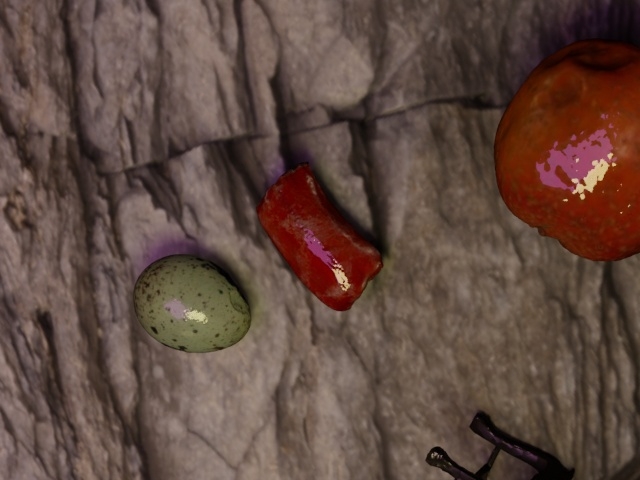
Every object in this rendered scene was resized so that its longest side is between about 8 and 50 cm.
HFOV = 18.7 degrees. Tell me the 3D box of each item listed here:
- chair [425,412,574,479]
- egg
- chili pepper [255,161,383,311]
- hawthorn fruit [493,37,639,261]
[{"bbox_3d":[0.184,0.259,1.592,0.229,0.106,0.113,31,117,18],"label":"chair"},{"bbox_3d":[-0.113,0.057,1.717,0.110,0.085,0.085,16,109,17],"label":"egg"},{"bbox_3d":[0.000,0.000,1.654,0.073,0.070,0.123,-43,77,12],"label":"chili pepper"},{"bbox_3d":[0.245,-0.122,1.464,0.165,0.165,0.285,36,100,17],"label":"hawthorn fruit"}]
